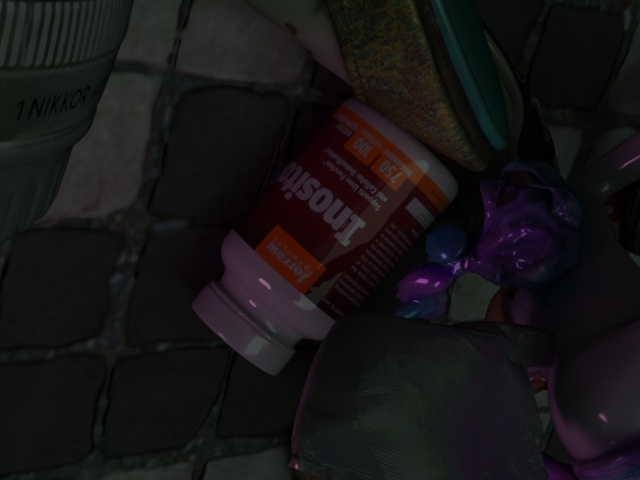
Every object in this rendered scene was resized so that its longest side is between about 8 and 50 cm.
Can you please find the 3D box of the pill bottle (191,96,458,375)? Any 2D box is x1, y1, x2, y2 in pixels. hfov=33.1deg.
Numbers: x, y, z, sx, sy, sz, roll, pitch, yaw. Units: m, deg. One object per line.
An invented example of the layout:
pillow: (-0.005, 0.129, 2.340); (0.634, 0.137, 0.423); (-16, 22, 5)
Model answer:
pill bottle: (0.000, 0.000, 0.615); (0.152, 0.086, 0.086); (-49, 133, 0)

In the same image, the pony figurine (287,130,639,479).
pony figurine: (0.150, 0.082, 0.549); (0.363, 0.351, 0.303); (-33, 114, 15)

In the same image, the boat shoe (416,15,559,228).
boat shoe: (0.105, -0.072, 0.678); (0.206, 0.075, 0.065); (58, 35, -36)

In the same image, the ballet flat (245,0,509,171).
ballet flat: (-0.005, -0.169, 0.499); (0.123, 0.123, 0.348); (-36, 130, -12)

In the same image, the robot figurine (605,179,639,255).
robot figurine: (0.310, -0.101, 0.774); (0.211, 0.085, 0.291); (15, 107, -40)

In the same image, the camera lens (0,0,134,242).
camera lens: (-0.151, -0.157, 0.320); (0.219, 0.219, 0.274); (2, 115, -36)

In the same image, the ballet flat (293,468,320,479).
ballet flat: (0.088, 0.226, 0.802); (0.107, 0.106, 0.316); (-43, 133, -6)
